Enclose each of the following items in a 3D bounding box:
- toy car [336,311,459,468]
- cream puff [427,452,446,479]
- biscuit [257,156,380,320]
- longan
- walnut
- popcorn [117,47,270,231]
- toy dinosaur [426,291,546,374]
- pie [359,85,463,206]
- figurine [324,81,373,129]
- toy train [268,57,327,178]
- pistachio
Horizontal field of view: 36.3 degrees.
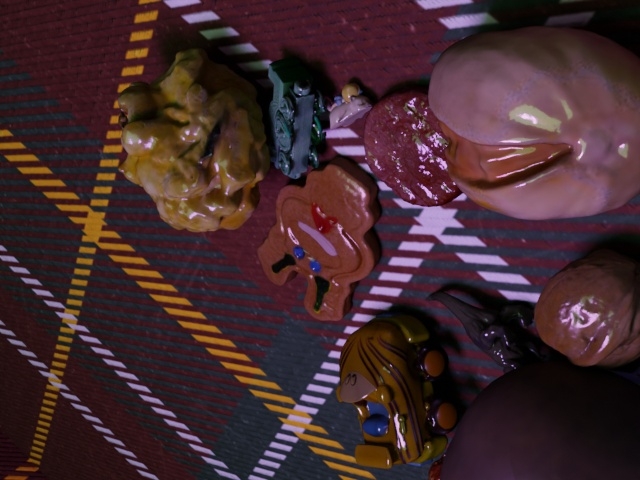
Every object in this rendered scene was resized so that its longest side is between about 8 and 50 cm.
[{"bbox_3d":[0.103,0.245,1.562,0.200,0.142,0.248,-17,85,58],"label":"toy car"},{"bbox_3d":[0.278,0.418,1.530,0.164,0.240,0.240,-43,85,11],"label":"cream puff"},{"bbox_3d":[0.000,0.000,1.597,0.202,0.047,0.334,41,138,12],"label":"biscuit"},{"bbox_3d":[0.339,0.336,1.294,0.361,0.361,0.361,24,133,29],"label":"longan"},{"bbox_3d":[0.361,0.093,1.256,0.166,0.149,0.167,4,126,6],"label":"walnut"},{"bbox_3d":[-0.196,-0.153,1.525,0.252,0.215,0.287,-9,77,21],"label":"popcorn"},{"bbox_3d":[0.240,0.158,1.458,0.179,0.087,0.187,-17,105,47],"label":"toy dinosaur"},{"bbox_3d":[0.137,-0.129,1.370,0.182,0.049,0.182,22,130,29],"label":"pie"},{"bbox_3d":[0.038,-0.198,1.420,0.083,0.047,0.051,-29,87,45],"label":"figurine"},{"bbox_3d":[-0.043,-0.179,1.478,0.105,0.071,0.178,56,152,37],"label":"toy train"},{"bbox_3d":[0.257,-0.139,1.123,0.308,0.229,0.230,19,133,55],"label":"pistachio"}]
